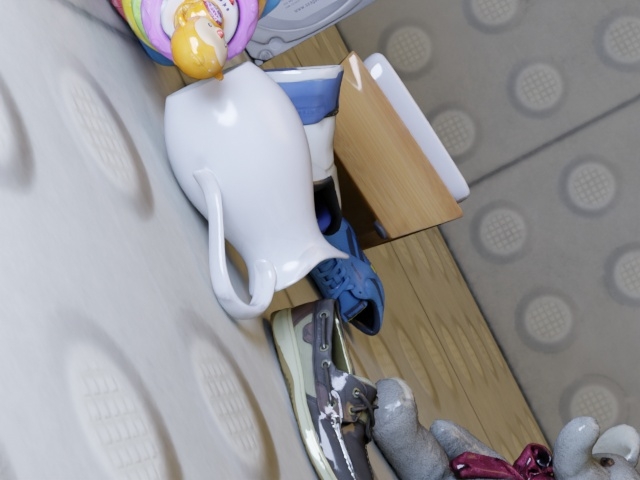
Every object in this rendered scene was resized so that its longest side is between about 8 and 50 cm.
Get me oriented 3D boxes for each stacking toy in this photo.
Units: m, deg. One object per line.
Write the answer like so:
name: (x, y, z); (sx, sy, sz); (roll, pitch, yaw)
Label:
stacking toy: (-0.115, -0.218, 1.258); (0.175, 0.165, 0.302); (57, 7, -26)

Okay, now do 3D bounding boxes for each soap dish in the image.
soap dish: (0.051, -0.096, 1.709); (0.229, 0.118, 0.291); (57, -12, -2)

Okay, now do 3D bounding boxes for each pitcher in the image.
pitcher: (-0.071, -0.044, 1.248); (0.207, 0.125, 0.178); (66, 29, -10)

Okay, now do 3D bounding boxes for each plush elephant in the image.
plush elephant: (0.239, 0.289, 1.500); (0.330, 0.255, 0.272); (56, 12, -35)

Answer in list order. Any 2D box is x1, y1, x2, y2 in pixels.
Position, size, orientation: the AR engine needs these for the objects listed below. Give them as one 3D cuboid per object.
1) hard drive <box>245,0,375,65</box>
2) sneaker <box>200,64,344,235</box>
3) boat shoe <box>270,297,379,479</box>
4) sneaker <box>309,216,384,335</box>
hard drive: (-0.073, -0.437, 1.928); (0.339, 0.236, 0.064); (58, 10, -29)
sneaker: (-0.054, -0.090, 1.457); (0.315, 0.127, 0.182); (-155, -117, -77)
boat shoe: (0.016, 0.145, 1.267); (0.080, 0.073, 0.224); (49, 16, -54)
sneaker: (0.023, 0.038, 1.625); (0.209, 0.069, 0.082); (53, 17, -46)
